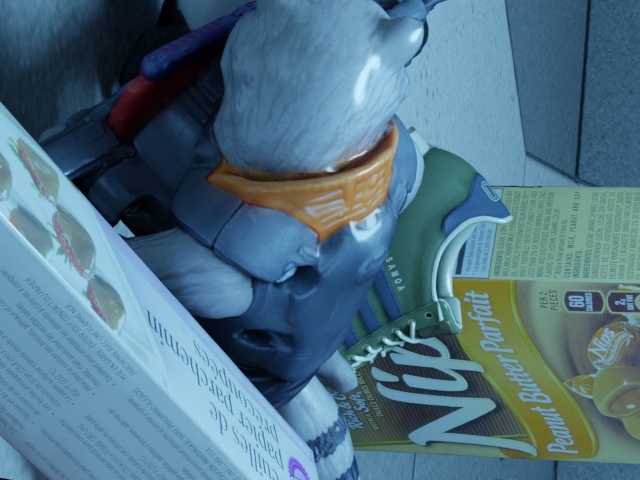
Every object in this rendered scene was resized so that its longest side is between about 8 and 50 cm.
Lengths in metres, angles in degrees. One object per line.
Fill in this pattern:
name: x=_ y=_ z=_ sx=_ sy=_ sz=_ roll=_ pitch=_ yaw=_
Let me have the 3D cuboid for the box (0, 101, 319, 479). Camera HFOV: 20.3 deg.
box: x=-0.097 y=0.031 z=0.646 sx=0.324 sy=0.067 sz=0.063 roll=52 pitch=18 yaw=-43

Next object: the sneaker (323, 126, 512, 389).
sneaker: x=0.038 y=0.038 z=1.021 sx=0.192 sy=0.086 sz=0.064 roll=-61 pitch=172 yaw=10

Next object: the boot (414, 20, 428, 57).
boot: x=-0.009 y=-0.120 z=1.009 sx=0.099 sy=0.121 sz=0.045 roll=-51 pitch=-167 yaw=55

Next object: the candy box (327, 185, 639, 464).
candy box: x=0.113 y=0.054 z=1.132 sx=0.183 sy=0.316 sz=0.087 roll=76 pitch=20 yaw=-46

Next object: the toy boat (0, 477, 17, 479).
toy boat: x=-0.112 y=0.167 z=0.618 sx=0.231 sy=0.151 sz=0.151 roll=-19 pitch=110 yaw=-74

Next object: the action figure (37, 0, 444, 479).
action figure: x=0.000 y=0.000 z=0.822 sx=0.341 sy=0.178 sz=0.330 roll=-38 pitch=154 yaw=-31

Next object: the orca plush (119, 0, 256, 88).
orca plush: x=-0.039 y=-0.080 z=0.977 sx=0.102 sy=0.151 sz=0.287 roll=-122 pitch=-162 yaw=-49

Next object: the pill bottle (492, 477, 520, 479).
pill bottle: x=0.014 y=0.235 z=0.798 sx=0.283 sy=0.160 sz=0.160 roll=-32 pitch=131 yaw=-29
